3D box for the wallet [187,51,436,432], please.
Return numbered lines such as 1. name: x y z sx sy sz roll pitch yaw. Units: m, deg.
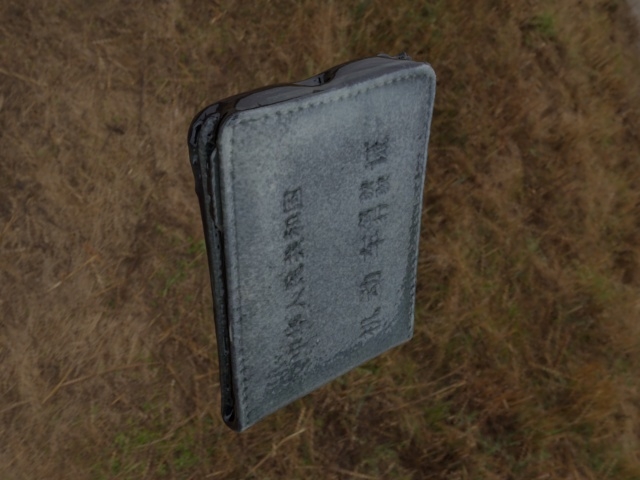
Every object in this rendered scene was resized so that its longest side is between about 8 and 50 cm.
1. wallet: 0.002 0.001 0.502 0.167 0.222 0.036 -22 35 -35
